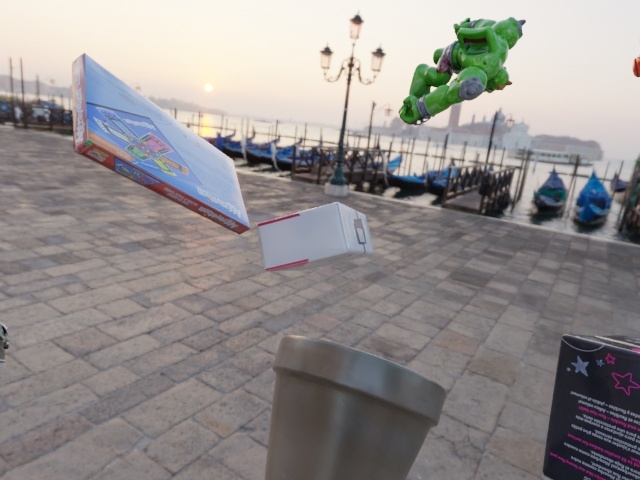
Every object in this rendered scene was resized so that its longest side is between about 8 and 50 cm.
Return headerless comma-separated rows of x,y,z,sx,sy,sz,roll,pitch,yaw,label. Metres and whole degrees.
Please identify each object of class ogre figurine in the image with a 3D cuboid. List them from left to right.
0.197,-0.241,0.601,0.197,0.097,0.118,-36,27,-23,ogre figurine

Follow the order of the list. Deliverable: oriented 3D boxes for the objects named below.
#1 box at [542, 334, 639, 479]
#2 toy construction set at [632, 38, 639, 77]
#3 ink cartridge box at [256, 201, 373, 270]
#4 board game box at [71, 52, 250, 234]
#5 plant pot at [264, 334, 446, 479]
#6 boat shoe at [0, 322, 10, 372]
0.350,0.179,0.362,0.163,0.142,0.247,10,0,-35,box
0.482,-0.252,0.515,0.151,0.328,0.215,3,-30,23,toy construction set
0.000,0.000,0.915,0.171,0.100,0.237,-14,-7,17,ink cartridge box
-0.205,-0.115,0.604,0.027,0.145,0.281,-30,-30,17,board game box
0.036,0.359,0.778,0.323,0.281,0.323,16,-22,7,plant pot
-0.493,0.151,0.640,0.077,0.070,0.219,31,-28,-24,boat shoe
